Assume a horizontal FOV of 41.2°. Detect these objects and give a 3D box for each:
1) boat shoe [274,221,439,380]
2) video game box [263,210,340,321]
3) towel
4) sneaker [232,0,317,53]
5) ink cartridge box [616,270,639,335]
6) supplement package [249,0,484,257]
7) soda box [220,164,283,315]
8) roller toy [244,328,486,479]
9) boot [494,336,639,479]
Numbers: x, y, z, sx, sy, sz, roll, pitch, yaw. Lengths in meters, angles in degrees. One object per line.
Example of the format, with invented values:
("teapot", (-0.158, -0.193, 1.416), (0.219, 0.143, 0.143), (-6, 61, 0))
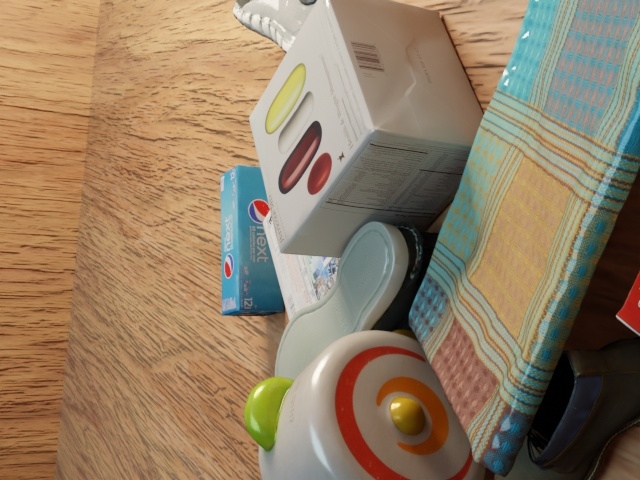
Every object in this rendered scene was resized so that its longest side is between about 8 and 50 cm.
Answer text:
("boat shoe", (0.041, 0.097, 0.931), (0.302, 0.091, 0.114), (-52, 43, 44))
("video game box", (0.000, 0.000, 1.067), (0.187, 0.048, 0.205), (-57, 40, 45))
("towel", (0.160, -0.046, 0.662), (0.271, 0.040, 0.370), (-107, 34, -72))
("sneaker", (-0.031, -0.327, 1.142), (0.228, 0.086, 0.132), (42, 119, 43))
("ink cartridge box", (0.327, -0.024, 0.381), (0.272, 0.130, 0.309), (47, 127, 52))
("supplement package", (0.043, -0.114, 0.894), (0.203, 0.149, 0.194), (-52, 43, 45))
("soda box", (-0.099, 0.002, 1.223), (0.067, 0.071, 0.210), (-19, 70, 60))
("roller toy", (0.053, 0.188, 0.797), (0.146, 0.209, 0.191), (-52, 57, 45))
("boot", (0.174, 0.143, 0.659), (0.219, 0.106, 0.082), (-58, 37, 37))
